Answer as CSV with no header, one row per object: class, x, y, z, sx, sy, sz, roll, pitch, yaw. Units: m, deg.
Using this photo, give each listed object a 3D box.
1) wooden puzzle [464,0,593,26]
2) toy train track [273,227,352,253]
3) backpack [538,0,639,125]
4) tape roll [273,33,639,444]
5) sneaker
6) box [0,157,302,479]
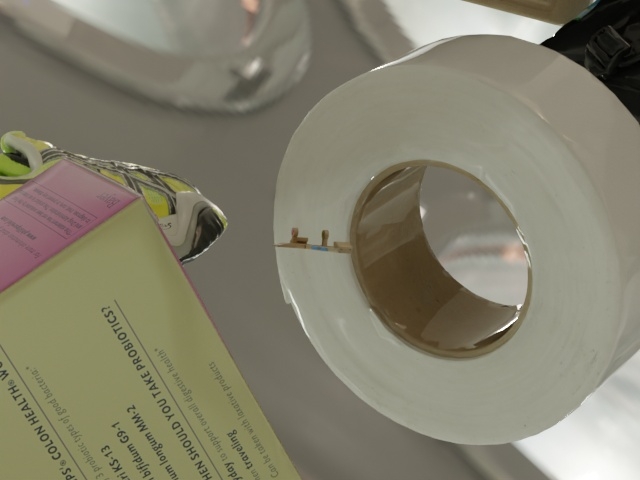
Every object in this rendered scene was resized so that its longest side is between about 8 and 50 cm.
wooden puzzle,0.122,-0.295,1.354,0.238,0.221,0.044,12,-153,-4
toy train track,0.000,0.000,1.128,0.048,0.083,0.014,4,-88,-23
backpack,0.387,-0.163,1.369,0.290,0.273,0.355,24,-111,40
tape roll,0.106,-0.001,1.259,0.286,0.286,0.100,44,-142,12
sneaker,-0.167,-0.015,1.199,0.147,0.145,0.385,51,-174,-4
box,-0.160,0.117,0.905,0.243,0.117,0.213,-36,-64,-17
